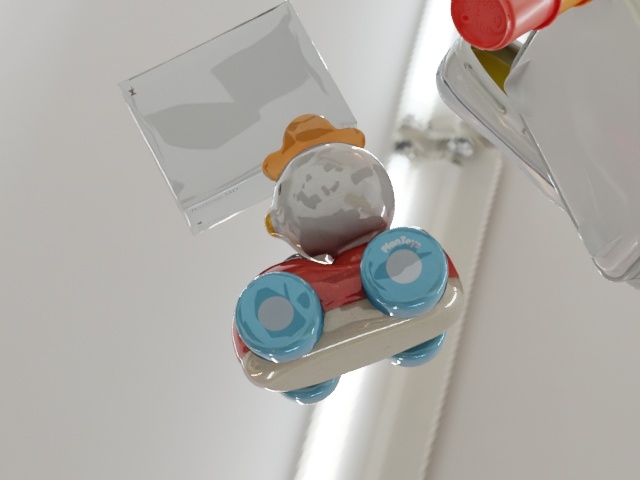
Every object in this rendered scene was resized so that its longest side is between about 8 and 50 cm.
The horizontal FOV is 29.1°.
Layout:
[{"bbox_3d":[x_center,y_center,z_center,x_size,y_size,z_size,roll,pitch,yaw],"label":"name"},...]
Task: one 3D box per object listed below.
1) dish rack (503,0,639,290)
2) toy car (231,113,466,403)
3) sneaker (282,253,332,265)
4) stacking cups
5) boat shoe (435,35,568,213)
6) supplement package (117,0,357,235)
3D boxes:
[{"bbox_3d":[0.306,-0.136,1.296,0.332,0.072,0.285,68,-29,27],"label":"dish rack"},{"bbox_3d":[0.000,0.000,1.121,0.210,0.219,0.238,-20,-110,-1],"label":"toy car"},{"bbox_3d":[-0.013,0.044,1.448,0.053,0.144,0.059,44,-63,13],"label":"sneaker"},{"bbox_3d":[0.235,-0.249,1.057,0.096,0.096,0.316,13,-141,41],"label":"stacking cups"},{"bbox_3d":[0.319,-0.150,1.541,0.367,0.156,0.136,41,-113,5],"label":"boat shoe"},{"bbox_3d":[-0.109,-0.164,1.688,0.262,0.145,0.204,-27,-102,-5],"label":"supplement package"}]
